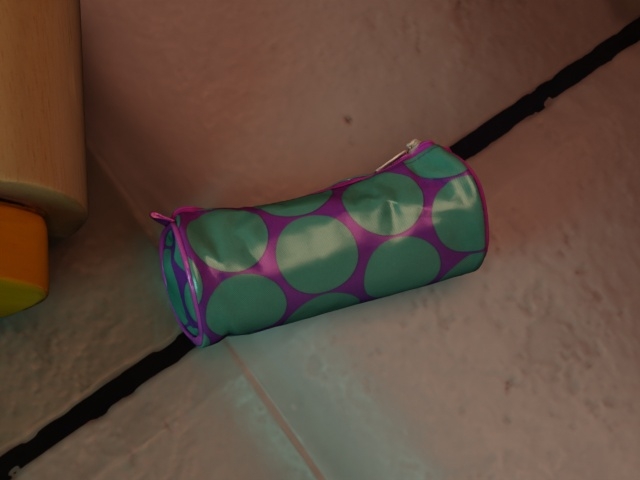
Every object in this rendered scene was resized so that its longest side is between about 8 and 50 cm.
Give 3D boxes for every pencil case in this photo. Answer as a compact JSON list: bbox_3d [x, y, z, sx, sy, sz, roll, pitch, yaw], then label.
[{"bbox_3d":[0.000,0.000,0.829,0.152,0.064,0.070,-16,92,-13],"label":"pencil case"}]

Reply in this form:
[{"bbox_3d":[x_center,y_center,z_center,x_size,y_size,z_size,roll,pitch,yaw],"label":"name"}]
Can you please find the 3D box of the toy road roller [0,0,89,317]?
[{"bbox_3d":[-0.287,-0.069,0.768,0.329,0.240,0.202,13,66,-44],"label":"toy road roller"}]
